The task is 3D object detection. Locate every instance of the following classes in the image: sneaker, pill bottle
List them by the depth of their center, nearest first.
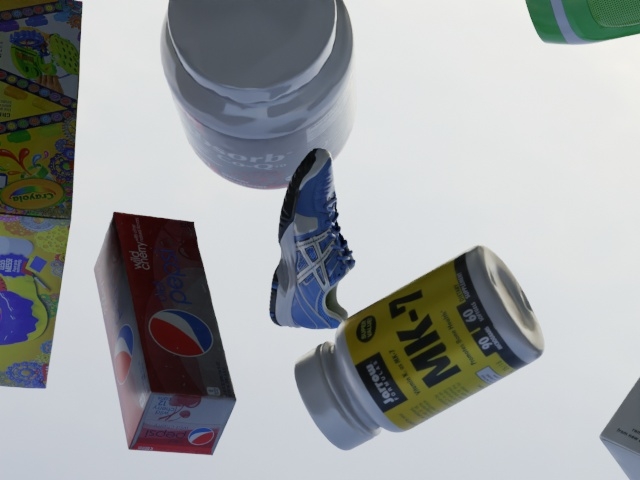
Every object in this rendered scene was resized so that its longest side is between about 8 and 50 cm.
[{"bbox_3d":[0.088,0.102,1.790,0.119,0.208,0.119,52,-162,-24],"label":"pill bottle"},{"bbox_3d":[0.000,0.000,2.099,0.081,0.211,0.080,14,-152,16],"label":"sneaker"},{"bbox_3d":[-0.066,-0.194,2.141,0.210,0.210,0.363,27,170,7],"label":"pill bottle"}]

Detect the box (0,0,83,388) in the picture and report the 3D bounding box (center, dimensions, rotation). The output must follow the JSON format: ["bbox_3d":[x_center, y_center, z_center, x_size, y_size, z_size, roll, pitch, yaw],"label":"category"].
[{"bbox_3d":[-0.340,-0.050,1.938,0.177,0.290,0.279,5,-127,-10],"label":"box"}]

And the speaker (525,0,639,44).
[{"bbox_3d":[0.321,-0.248,1.642,0.297,0.131,0.131,-11,-156,19],"label":"speaker"}]

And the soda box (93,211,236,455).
[{"bbox_3d":[-0.158,0.089,1.942,0.092,0.083,0.263,7,-141,-21],"label":"soda box"}]

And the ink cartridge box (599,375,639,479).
[{"bbox_3d":[0.444,0.158,2.026,0.121,0.289,0.211,24,160,42],"label":"ink cartridge box"}]
